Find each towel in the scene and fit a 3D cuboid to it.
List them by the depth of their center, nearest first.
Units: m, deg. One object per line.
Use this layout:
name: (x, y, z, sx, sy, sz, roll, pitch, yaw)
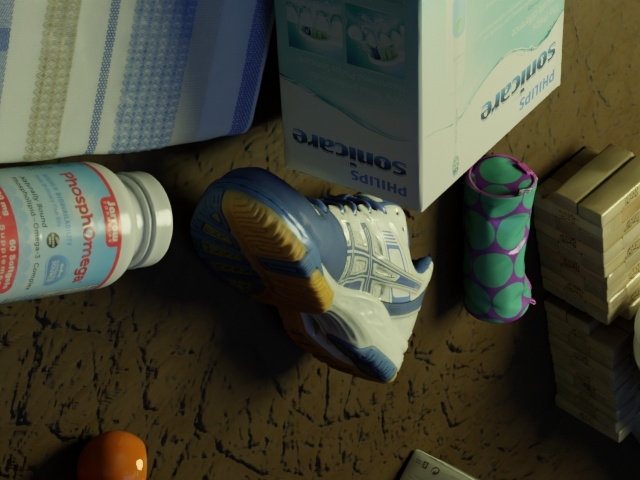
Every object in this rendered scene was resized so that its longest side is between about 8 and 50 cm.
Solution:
towel: (-0.136, -0.153, 0.965, 0.285, 0.034, 0.209, -11, 122, -43)

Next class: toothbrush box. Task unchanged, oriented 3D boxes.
toothbrush box: (0.076, -0.204, 1.060, 0.216, 0.126, 0.295, -42, 140, -40)

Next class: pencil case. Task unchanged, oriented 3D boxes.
pencil case: (0.165, 0.000, 1.372, 0.070, 0.064, 0.151, -11, 126, -14)

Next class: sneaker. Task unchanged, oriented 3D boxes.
sneaker: (0.000, 0.000, 1.178, 0.131, 0.112, 0.296, -63, 150, -15)

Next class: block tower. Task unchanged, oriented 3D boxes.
block tower: (0.289, 0.054, 1.523, 0.097, 0.091, 0.335, -37, 138, -25)

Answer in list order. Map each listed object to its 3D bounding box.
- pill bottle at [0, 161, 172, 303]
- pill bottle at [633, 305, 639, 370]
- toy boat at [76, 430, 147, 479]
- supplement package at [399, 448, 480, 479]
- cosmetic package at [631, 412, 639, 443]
pill bottle: (-0.178, -0.006, 0.972, 0.160, 0.087, 0.087, -9, 121, -45)
pill bottle: (0.388, 0.120, 1.506, 0.117, 0.117, 0.215, -56, 142, -4)
toy boat: (-0.156, 0.219, 1.129, 0.231, 0.151, 0.151, 20, 69, -52)
supplement package: (0.114, 0.316, 1.480, 0.105, 0.105, 0.179, 32, 84, -53)
cosmetic package: (0.464, 0.150, 1.742, 0.224, 0.138, 0.224, -52, 141, -7)
